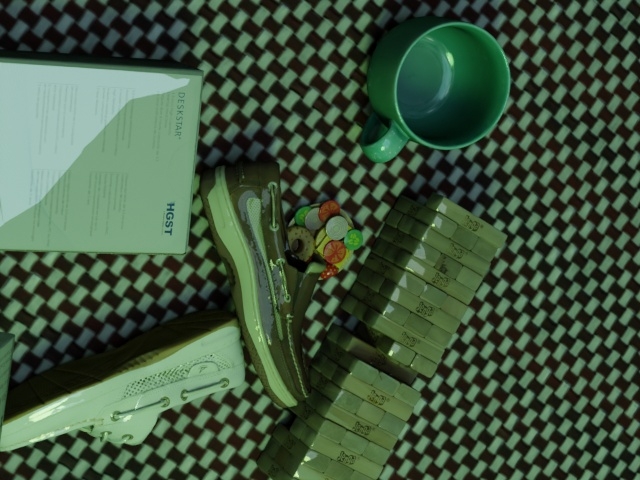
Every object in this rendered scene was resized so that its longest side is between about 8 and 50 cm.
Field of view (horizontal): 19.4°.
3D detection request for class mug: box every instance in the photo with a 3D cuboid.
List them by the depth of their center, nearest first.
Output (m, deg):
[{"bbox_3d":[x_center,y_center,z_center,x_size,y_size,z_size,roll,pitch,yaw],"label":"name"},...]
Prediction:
[{"bbox_3d":[0.100,-0.158,1.882,0.158,0.097,0.129,-15,107,-20],"label":"mug"}]

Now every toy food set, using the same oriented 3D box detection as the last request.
[{"bbox_3d":[0.000,0.000,1.915,0.083,0.020,0.082,39,84,-25],"label":"toy food set"}]

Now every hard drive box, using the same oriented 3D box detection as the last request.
[{"bbox_3d":[-0.238,-0.083,1.754,0.232,0.089,0.181,2,100,-24],"label":"hard drive box"}]

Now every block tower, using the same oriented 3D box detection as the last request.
[{"bbox_3d":[0.062,0.113,1.929,0.091,0.097,0.335,29,91,-26],"label":"block tower"}]

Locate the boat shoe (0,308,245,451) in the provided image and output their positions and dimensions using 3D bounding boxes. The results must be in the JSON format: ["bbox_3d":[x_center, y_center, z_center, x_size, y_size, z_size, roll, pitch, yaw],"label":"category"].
[{"bbox_3d":[-0.194,0.158,1.821,0.277,0.098,0.096,-21,108,-20],"label":"boat shoe"}]

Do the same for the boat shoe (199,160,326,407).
[{"bbox_3d":[-0.039,0.042,1.853,0.095,0.095,0.257,-16,109,5],"label":"boat shoe"}]

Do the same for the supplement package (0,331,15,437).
[{"bbox_3d":[-0.400,0.210,1.649,0.198,0.199,0.262,10,98,2],"label":"supplement package"}]
